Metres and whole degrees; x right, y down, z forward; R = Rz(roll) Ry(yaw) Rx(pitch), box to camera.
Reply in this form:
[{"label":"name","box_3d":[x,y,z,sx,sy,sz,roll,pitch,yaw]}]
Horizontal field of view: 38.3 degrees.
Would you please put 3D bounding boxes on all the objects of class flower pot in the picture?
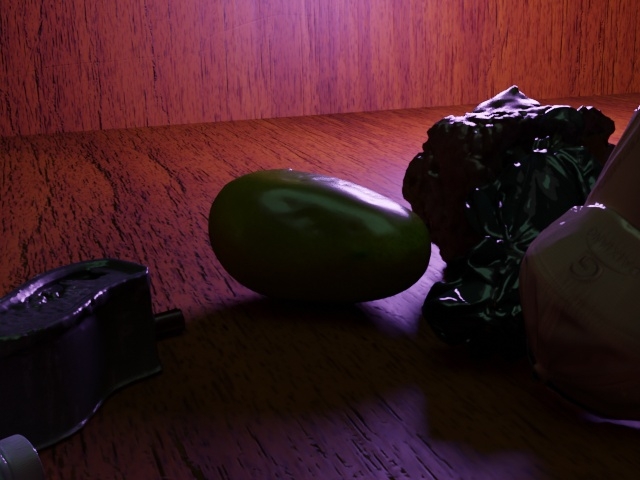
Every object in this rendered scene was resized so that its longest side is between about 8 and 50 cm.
[{"label":"flower pot","box_3d":[-0.232,0.095,0.814,0.103,0.108,0.229,6,18,23]}]

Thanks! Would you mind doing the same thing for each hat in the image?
[{"label":"hat","box_3d":[0.246,0.018,0.737,0.164,0.226,0.219,-25,48,-14]}]

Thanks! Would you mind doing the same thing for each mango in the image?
[{"label":"mango","box_3d":[0.000,-0.002,1.071,0.273,0.149,0.185,10,11,17]}]

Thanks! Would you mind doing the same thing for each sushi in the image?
[{"label":"sushi","box_3d":[0.248,-0.077,1.175,0.270,0.236,0.171,-15,11,-29]}]

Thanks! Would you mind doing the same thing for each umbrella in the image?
[{"label":"umbrella","box_3d":[0.219,-0.015,0.968,0.143,0.094,0.348,24,51,3]}]

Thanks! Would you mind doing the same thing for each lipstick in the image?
[{"label":"lipstick","box_3d":[-0.221,0.103,0.943,0.177,0.027,0.027,-14,20,-34]}]

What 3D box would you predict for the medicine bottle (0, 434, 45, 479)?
[{"label":"medicine bottle","box_3d":[-0.250,0.175,0.619,0.074,0.055,0.118,12,20,43]}]
